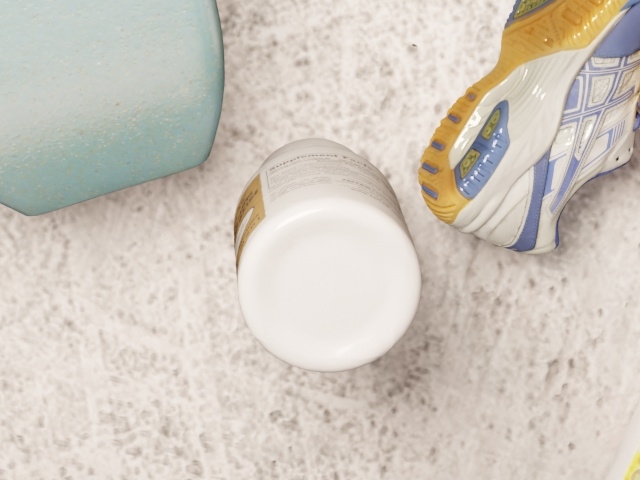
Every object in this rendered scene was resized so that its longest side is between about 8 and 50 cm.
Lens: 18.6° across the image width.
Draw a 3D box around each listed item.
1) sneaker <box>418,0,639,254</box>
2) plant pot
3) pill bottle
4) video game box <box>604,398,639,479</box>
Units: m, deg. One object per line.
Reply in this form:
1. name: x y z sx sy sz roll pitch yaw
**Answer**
1. sneaker: 0.203 -0.124 1.520 0.131 0.112 0.296 28 106 -29
2. plant pot: -0.187 -0.167 1.402 0.247 0.247 0.252 -17 124 2
3. pill bottle: 0.000 0.000 1.465 0.131 0.229 0.131 -1 108 -3
4. video game box: 0.361 0.149 1.630 0.187 0.048 0.205 19 105 -11
